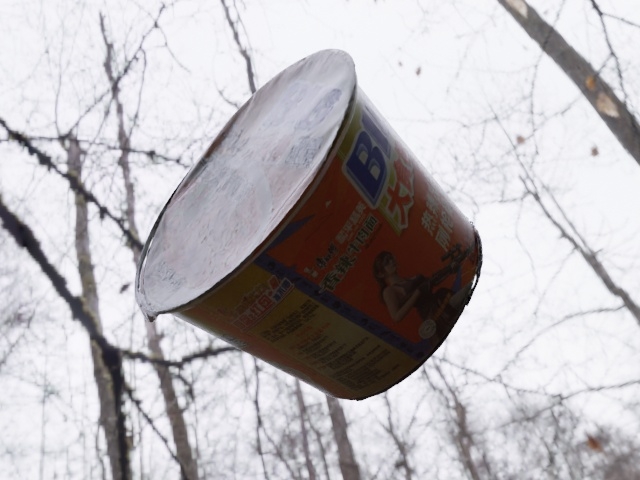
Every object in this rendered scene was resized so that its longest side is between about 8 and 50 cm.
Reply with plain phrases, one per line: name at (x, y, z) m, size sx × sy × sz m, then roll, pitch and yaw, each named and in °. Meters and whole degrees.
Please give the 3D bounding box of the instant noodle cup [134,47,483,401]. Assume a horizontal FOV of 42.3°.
instant noodle cup at (0.000, 0.000, 0.780) m, size 0.214 × 0.296 × 0.296 m, roll 38°, pitch -65°, yaw -25°
